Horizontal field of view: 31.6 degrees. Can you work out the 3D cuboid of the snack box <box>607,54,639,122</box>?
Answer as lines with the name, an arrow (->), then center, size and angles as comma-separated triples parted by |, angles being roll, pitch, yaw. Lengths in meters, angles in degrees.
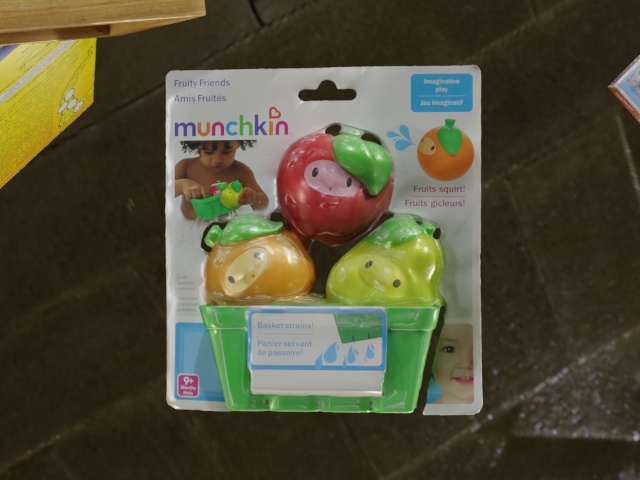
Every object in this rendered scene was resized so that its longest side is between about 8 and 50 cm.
snack box -> 0.374, -0.113, 1.139 | 0.064, 0.022, 0.178 | -44, 96, -2

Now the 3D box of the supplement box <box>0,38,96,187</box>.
supplement box -> -0.400, -0.240, 1.346 | 0.194, 0.356, 0.195 | 41, 68, 3

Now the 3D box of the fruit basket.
fruit basket -> 0.000, 0.000, 1.136 | 0.327, 0.165, 0.352 | 1, 95, 6

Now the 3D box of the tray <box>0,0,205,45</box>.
tray -> -0.316, -0.177, 0.832 | 0.411, 0.203, 0.076 | -10, 100, -27
